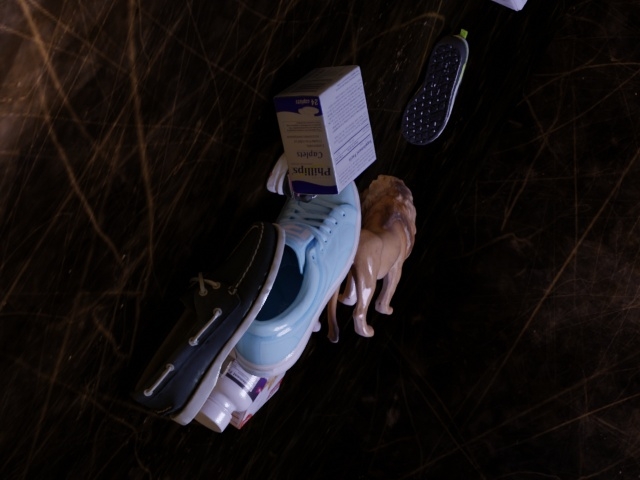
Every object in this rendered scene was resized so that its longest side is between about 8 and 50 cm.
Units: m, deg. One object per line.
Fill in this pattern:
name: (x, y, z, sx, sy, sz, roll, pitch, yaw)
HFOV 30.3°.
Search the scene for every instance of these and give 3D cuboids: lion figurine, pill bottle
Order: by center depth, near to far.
pill bottle: (-0.134, 0.202, 1.872, 0.193, 0.108, 0.108, -55, 168, -21)
lion figurine: (0.082, 0.025, 2.077, 0.392, 0.142, 0.240, -53, 158, -74)

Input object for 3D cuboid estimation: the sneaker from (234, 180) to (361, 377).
sneaker: (-0.024, 0.016, 1.717, 0.150, 0.135, 0.366, 94, 13, -58)

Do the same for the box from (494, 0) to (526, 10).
box: (0.261, -0.491, 1.608, 0.262, 0.126, 0.231, -59, 148, -3)

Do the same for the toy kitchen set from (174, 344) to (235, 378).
toy kitchen set: (-0.178, 0.170, 1.663, 0.068, 0.083, 0.075, -58, 169, -9)

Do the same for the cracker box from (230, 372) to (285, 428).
cracker box: (-0.100, 0.208, 2.134, 0.155, 0.067, 0.232, -41, 159, -56)

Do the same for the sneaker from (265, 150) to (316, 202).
sneaker: (-0.003, -0.133, 1.666, 0.178, 0.077, 0.072, -64, 169, 18)

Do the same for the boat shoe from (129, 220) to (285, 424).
boat shoe: (-0.150, 0.099, 1.576, 0.303, 0.091, 0.114, -63, -160, -2)

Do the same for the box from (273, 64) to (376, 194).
box: (0.008, -0.145, 1.552, 0.126, 0.072, 0.137, -44, 128, -53)

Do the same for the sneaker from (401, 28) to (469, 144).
sneaker: (0.232, -0.289, 2.260, 0.235, 0.084, 0.097, -65, 168, 26)
